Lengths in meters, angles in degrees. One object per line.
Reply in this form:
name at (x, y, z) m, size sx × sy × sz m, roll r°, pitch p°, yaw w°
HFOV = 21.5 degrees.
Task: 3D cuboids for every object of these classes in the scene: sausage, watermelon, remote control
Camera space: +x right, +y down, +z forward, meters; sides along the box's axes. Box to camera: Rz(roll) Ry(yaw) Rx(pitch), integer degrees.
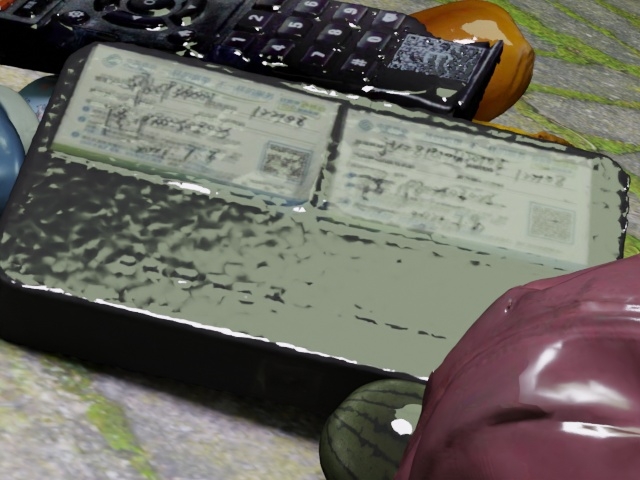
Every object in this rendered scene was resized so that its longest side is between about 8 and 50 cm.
sausage at (0.021, -0.095, 1.209) m, size 0.274 × 0.105 × 0.105 m, roll -19°, pitch 24°, yaw 0°
watermelon at (0.053, 0.115, 0.867) m, size 0.110 × 0.078 × 0.078 m, roll 21°, pitch 19°, yaw 0°
remote control at (-0.083, -0.132, 1.129) m, size 0.399 × 0.062 × 0.144 m, roll 12°, pitch 32°, yaw 14°

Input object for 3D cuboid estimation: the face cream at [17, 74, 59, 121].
face cream at (-0.117, -0.030, 1.094) m, size 0.075 × 0.075 × 0.229 m, roll -2°, pitch 28°, yaw -47°

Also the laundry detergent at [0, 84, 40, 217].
laundry detergent at (-0.260, -0.053, 0.985) m, size 0.143 × 0.094 × 0.290 m, roll 24°, pitch 20°, yaw 23°

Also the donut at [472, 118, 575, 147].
donut at (0.103, -0.016, 1.155) m, size 0.101 × 0.152 × 0.259 m, roll 32°, pitch 22°, yaw 33°

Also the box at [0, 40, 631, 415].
box at (0.000, 0.000, 0.973) m, size 0.350 × 0.058 × 0.211 m, roll 13°, pitch 47°, yaw 1°

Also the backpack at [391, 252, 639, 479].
backpack at (0.187, 0.127, 0.702) m, size 0.317 × 0.283 × 0.197 m, roll 14°, pitch 42°, yaw 9°
